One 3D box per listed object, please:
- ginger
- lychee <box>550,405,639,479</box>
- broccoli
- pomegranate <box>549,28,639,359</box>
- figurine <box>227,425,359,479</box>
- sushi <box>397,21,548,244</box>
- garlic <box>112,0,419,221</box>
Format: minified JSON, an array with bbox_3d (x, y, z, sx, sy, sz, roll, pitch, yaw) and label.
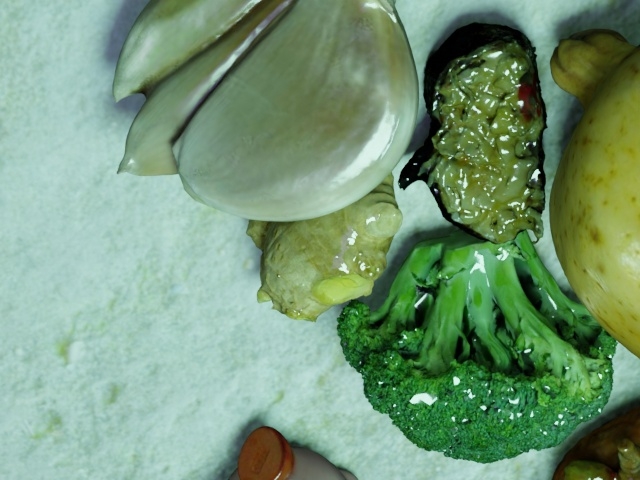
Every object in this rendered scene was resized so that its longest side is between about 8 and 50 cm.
[{"bbox_3d":[0.000,0.000,1.497,0.102,0.157,0.216,19,130,-42],"label":"ginger"},{"bbox_3d":[0.368,0.295,1.609,0.255,0.255,0.300,-41,142,19],"label":"lychee"},{"bbox_3d":[0.169,0.108,1.526,0.295,0.265,0.245,-12,93,-23],"label":"broccoli"},{"bbox_3d":[0.374,-0.056,1.373,0.410,0.410,0.410,0,118,-1],"label":"pomegranate"},{"bbox_3d":[-0.036,0.314,1.662,0.173,0.173,0.173,0,118,-1],"label":"figurine"},{"bbox_3d":[0.150,-0.104,1.458,0.147,0.115,0.212,2,115,5],"label":"sushi"},{"bbox_3d":[-0.038,-0.152,1.401,0.279,0.132,0.325,44,110,13],"label":"garlic"}]
